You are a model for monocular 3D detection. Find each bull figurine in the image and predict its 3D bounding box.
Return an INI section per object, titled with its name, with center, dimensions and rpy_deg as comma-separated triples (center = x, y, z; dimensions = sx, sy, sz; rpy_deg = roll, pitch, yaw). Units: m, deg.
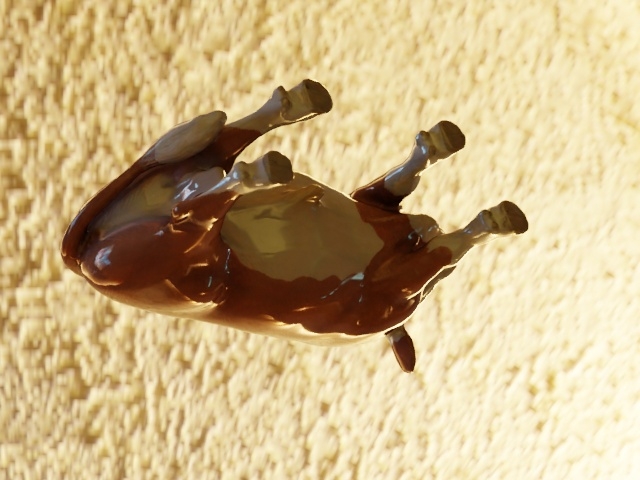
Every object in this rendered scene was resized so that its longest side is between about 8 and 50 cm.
[bull figurine]
center = 0.000, 0.000, 1.191
dimensions = 0.310, 0.188, 0.101
rpy_deg = 6, -126, -42
